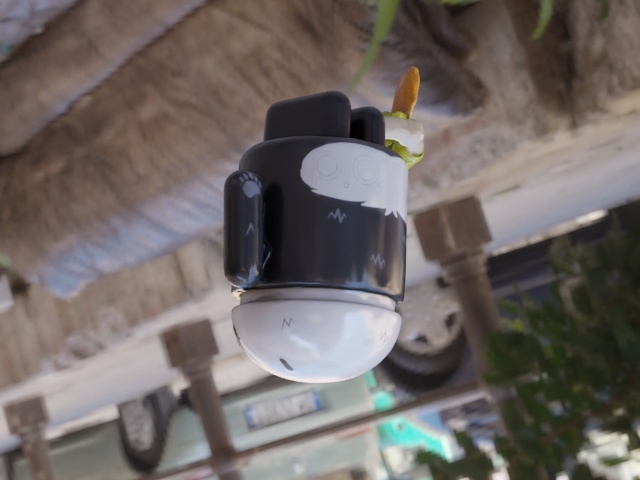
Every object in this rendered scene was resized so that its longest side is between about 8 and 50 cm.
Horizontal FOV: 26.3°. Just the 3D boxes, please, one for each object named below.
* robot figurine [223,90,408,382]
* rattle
[{"bbox_3d":[-0.003,0.000,1.341,0.209,0.278,0.173,5,168,-12],"label":"robot figurine"},{"bbox_3d":[0.030,-0.157,1.737,0.199,0.143,0.130,-3,174,3],"label":"rattle"}]
